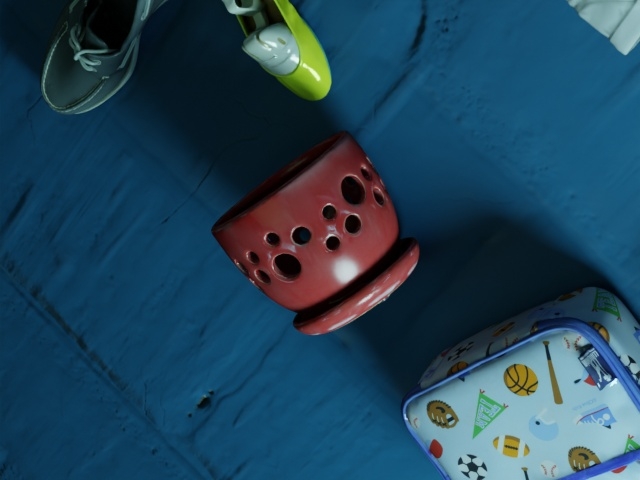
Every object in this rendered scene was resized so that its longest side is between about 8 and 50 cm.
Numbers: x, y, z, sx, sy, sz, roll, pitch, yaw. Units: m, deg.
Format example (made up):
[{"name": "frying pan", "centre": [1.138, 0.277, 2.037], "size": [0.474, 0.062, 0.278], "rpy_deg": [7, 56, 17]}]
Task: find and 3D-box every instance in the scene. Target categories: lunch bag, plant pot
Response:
[{"name": "lunch bag", "centre": [0.258, 0.200, 1.662], "size": [0.303, 0.115, 0.243], "rpy_deg": [-29, 98, 39]}, {"name": "plant pot", "centre": [0.000, 0.000, 1.673], "size": [0.191, 0.191, 0.174], "rpy_deg": [-29, 99, 38]}]

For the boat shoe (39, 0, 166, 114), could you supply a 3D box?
[{"name": "boat shoe", "centre": [-0.261, -0.256, 1.765], "size": [0.116, 0.099, 0.319], "rpy_deg": [47, 128, 3]}]

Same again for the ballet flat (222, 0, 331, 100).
[{"name": "ballet flat", "centre": [-0.069, -0.250, 1.664], "size": [0.077, 0.077, 0.231], "rpy_deg": [-21, 101, 36]}]

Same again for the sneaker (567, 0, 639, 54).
[{"name": "sneaker", "centre": [0.288, -0.321, 1.378], "size": [0.169, 0.108, 0.292], "rpy_deg": [39, 136, 9]}]
